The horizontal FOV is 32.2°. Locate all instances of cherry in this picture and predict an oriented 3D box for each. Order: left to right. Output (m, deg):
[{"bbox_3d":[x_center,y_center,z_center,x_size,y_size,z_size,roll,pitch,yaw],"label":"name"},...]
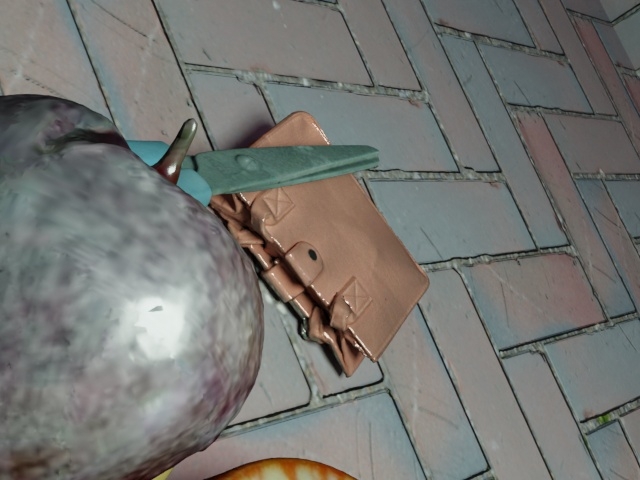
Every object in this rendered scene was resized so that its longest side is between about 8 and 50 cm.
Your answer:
[{"bbox_3d":[-0.128,0.032,0.496,0.195,0.195,0.195,33,41,-34],"label":"cherry"}]

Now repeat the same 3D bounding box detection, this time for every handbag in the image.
[{"bbox_3d":[0.000,0.000,0.996,0.212,0.059,0.157,52,36,-7],"label":"handbag"}]

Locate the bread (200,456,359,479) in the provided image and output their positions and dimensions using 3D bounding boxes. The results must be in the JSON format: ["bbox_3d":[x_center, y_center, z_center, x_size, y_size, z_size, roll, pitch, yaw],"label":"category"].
[{"bbox_3d":[-0.011,0.292,0.695,0.328,0.114,0.295,41,37,-24],"label":"bread"}]

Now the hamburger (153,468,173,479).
[{"bbox_3d":[-0.153,0.100,0.642,0.175,0.137,0.175,32,44,-37],"label":"hamburger"}]

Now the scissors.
[{"bbox_3d":[-0.085,-0.052,0.864,0.192,0.029,0.447,43,31,25],"label":"scissors"}]
